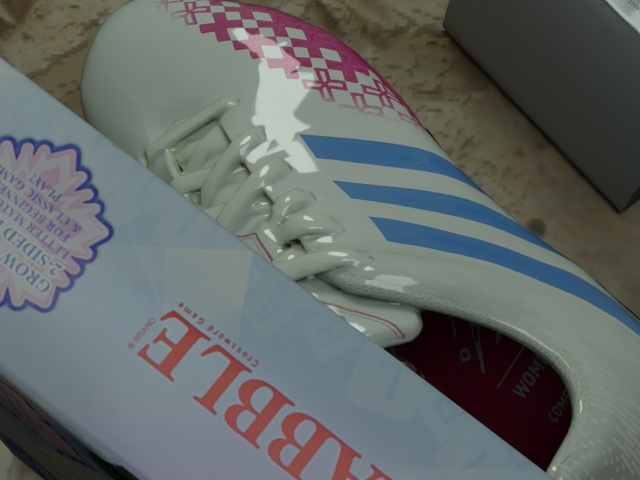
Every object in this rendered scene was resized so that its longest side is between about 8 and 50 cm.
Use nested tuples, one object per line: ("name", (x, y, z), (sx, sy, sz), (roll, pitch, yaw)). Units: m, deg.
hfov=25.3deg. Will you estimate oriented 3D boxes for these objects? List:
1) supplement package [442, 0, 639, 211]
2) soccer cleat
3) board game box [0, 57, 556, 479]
("supplement package", (0.196, -0.153, 0.670), (0.244, 0.134, 0.139), (-38, 77, -15))
("soccer cleat", (0.000, 0.000, 0.568), (0.331, 0.116, 0.143), (37, 28, 23))
("board game box", (0.010, 0.114, 0.471), (0.318, 0.319, 0.066), (37, 73, 10))
